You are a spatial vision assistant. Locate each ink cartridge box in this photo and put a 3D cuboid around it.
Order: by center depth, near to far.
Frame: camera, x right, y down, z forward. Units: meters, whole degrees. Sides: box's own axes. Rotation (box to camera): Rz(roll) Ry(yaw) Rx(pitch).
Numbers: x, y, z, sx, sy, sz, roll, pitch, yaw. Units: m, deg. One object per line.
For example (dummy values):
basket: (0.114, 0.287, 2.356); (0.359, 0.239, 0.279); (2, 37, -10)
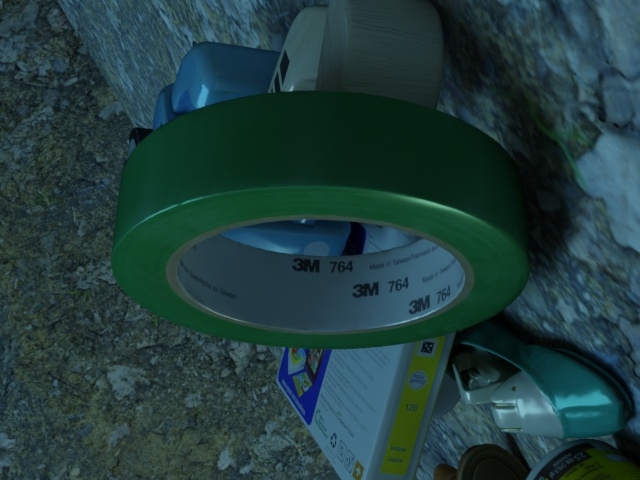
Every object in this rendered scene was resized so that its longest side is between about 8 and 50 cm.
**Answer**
ink cartridge box: (0.052, 0.078, 1.089); (0.303, 0.072, 0.307); (-137, 62, -67)

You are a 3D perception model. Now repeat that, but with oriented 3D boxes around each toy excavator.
toy excavator: (-0.048, -0.107, 0.972); (0.433, 0.222, 0.445); (-107, 28, -48)

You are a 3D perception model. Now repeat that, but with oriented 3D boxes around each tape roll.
tape roll: (0.000, 0.000, 0.792); (0.321, 0.321, 0.077); (86, -174, -65)

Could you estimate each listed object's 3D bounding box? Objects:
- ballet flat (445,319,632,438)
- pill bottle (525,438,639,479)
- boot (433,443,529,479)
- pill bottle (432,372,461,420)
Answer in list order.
ballet flat: (0.181, 0.136, 0.912); (0.083, 0.087, 0.247); (64, 167, -16)
pill bottle: (0.260, 0.257, 0.801); (0.215, 0.117, 0.117); (38, 155, 60)
boot: (0.210, 0.335, 1.295); (0.283, 0.109, 0.220); (57, 175, -25)
pill bottle: (0.093, 0.157, 1.248); (0.121, 0.121, 0.216); (60, 168, -3)
